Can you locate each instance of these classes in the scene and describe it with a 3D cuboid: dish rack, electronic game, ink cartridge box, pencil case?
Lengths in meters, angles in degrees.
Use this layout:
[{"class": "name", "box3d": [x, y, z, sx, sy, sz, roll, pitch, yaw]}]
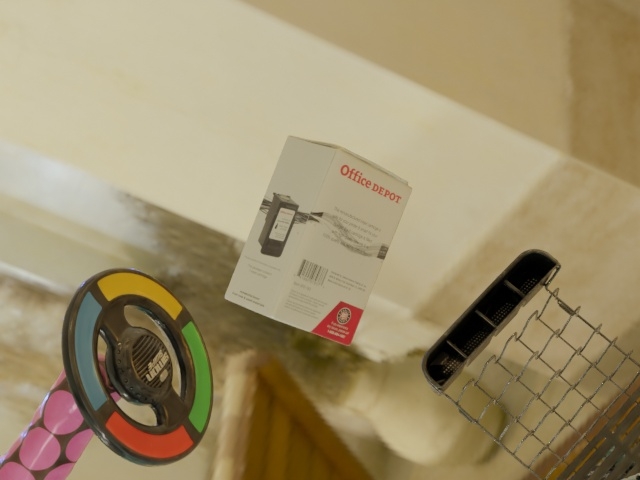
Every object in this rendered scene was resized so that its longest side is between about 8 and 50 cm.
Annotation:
[{"class": "dish rack", "box3d": [0.271, 0.167, 1.553, 0.208, 0.271, 0.074, -45, -16, -15]}, {"class": "electronic game", "box3d": [-0.201, 0.140, 1.548, 0.048, 0.229, 0.229, -22, 41, 32]}, {"class": "ink cartridge box", "box3d": [0.000, 0.000, 1.164, 0.063, 0.109, 0.151, 19, 86, 43]}, {"class": "pencil case", "box3d": [-0.311, 0.220, 1.612, 0.209, 0.095, 0.098, -53, 44, 9]}]

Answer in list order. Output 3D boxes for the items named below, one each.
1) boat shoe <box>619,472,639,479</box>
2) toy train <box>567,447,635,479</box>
[{"class": "boat shoe", "box3d": [0.323, 0.261, 1.328, 0.227, 0.081, 0.079, -24, 47, 29]}, {"class": "toy train", "box3d": [0.465, 0.369, 1.777, 0.334, 0.190, 0.142, -3, 44, 56]}]
